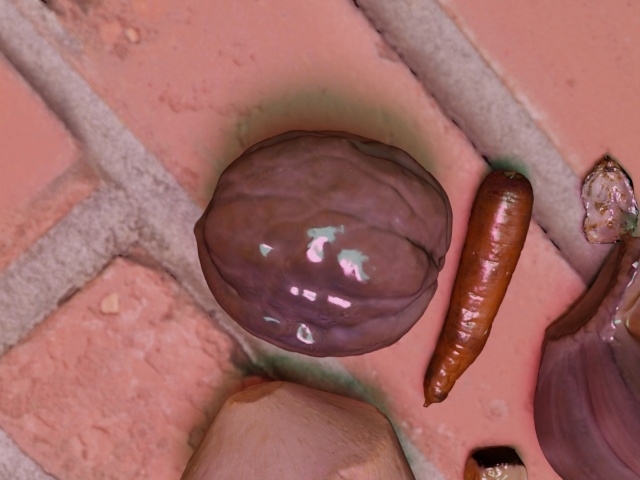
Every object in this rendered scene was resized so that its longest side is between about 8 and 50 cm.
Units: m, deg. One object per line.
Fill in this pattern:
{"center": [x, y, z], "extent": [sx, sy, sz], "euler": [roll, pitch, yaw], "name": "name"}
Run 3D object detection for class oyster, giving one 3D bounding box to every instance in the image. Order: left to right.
{"center": [0.269, -0.038, 1.188], "extent": [0.054, 0.019, 0.083], "euler": [-6, 107, 1], "name": "oyster"}

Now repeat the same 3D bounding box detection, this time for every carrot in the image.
{"center": [0.145, 0.049, 1.189], "extent": [0.059, 0.059, 0.248], "euler": [14, 107, -6], "name": "carrot"}

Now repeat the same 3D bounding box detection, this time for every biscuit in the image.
{"center": [0.175, 0.299, 1.255], "extent": [0.056, 0.052, 0.188], "euler": [-5, 106, -18], "name": "biscuit"}

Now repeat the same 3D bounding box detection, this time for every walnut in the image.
{"center": [0.000, 0.000, 1.092], "extent": [0.224, 0.224, 0.224], "euler": [-1, 105, -2], "name": "walnut"}

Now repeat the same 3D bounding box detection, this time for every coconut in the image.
{"center": [-0.019, 0.238, 1.151], "extent": [0.197, 0.237, 0.237], "euler": [-12, 108, 38], "name": "coconut"}

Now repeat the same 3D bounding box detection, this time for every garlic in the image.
{"center": [0.328, 0.138, 1.192], "extent": [0.292, 0.210, 0.237], "euler": [44, 64, -10], "name": "garlic"}
